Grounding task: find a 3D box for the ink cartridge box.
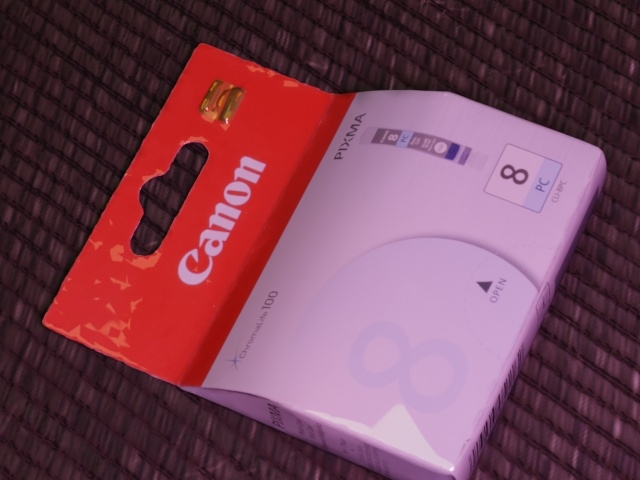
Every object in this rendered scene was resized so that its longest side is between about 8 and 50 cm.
[{"bbox_3d":[0.000,0.000,1.526,0.385,0.091,0.308,22,69,13],"label":"ink cartridge box"}]
